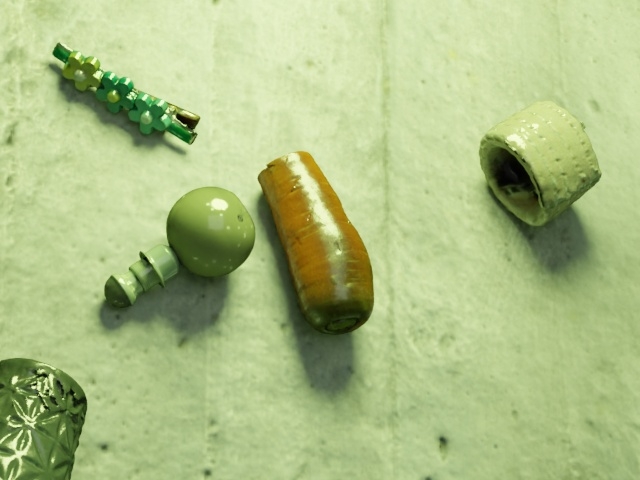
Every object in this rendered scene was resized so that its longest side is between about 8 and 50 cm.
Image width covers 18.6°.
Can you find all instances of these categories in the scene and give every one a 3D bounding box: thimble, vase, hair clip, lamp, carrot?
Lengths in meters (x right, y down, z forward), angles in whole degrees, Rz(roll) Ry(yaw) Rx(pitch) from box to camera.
[{"bbox_3d":[0.232,-0.083,2.096,0.090,0.102,0.115,-33,72,-28],"label":"thimble"},{"bbox_3d":[-0.296,0.241,1.713,0.156,0.251,0.301,5,48,13],"label":"vase"},{"bbox_3d":[-0.201,-0.152,2.012,0.173,0.049,0.049,29,59,-5],"label":"hair clip"},{"bbox_3d":[-0.143,0.015,1.937,0.163,0.091,0.091,-35,80,-13],"label":"lamp"},{"bbox_3d":[0.000,0.000,1.987,0.087,0.087,0.193,-7,66,-22],"label":"carrot"}]
